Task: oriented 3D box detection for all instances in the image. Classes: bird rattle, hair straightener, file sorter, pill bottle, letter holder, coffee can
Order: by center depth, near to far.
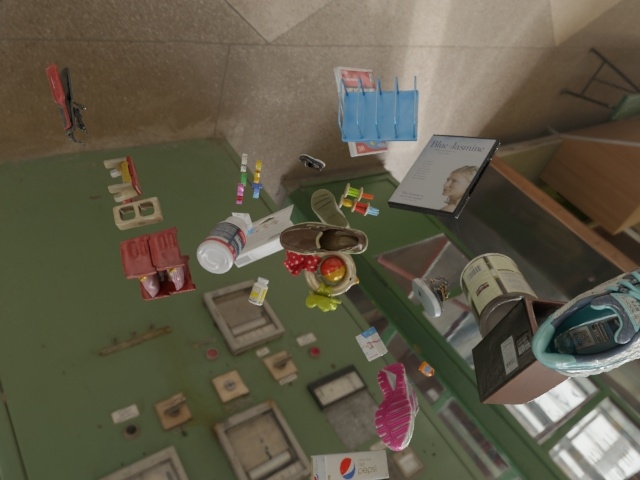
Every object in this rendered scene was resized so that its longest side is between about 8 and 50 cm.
[{"bbox_3d":[0.128,-0.292,1.084,0.171,0.118,0.104,2,171,12],"label":"file sorter"},{"bbox_3d":[0.540,0.285,1.205,0.215,0.151,0.301,7,144,-6],"label":"letter holder"},{"bbox_3d":[-0.667,-0.361,1.339,0.047,0.230,0.089,-20,179,26],"label":"hair straightener"},{"bbox_3d":[-0.279,0.005,1.447,0.107,0.108,0.180,-62,-176,34],"label":"pill bottle"},{"bbox_3d":[0.578,0.188,1.578,0.202,0.275,0.201,1,115,2],"label":"coffee can"},{"bbox_3d":[0.007,0.100,1.582,0.207,0.253,0.143,-25,171,-5],"label":"bird rattle"},{"bbox_3d":[-0.273,0.225,2.197,0.065,0.065,0.116,19,93,-57],"label":"pill bottle"}]

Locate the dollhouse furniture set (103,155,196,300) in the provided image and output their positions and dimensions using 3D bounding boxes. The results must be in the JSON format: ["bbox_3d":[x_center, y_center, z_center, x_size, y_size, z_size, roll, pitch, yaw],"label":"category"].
[{"bbox_3d":[-0.481,-0.040,1.402,0.152,0.373,0.201,-15,159,-11],"label":"dollhouse furniture set"}]

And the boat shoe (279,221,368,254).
[{"bbox_3d":[0.000,-0.008,1.377,0.258,0.095,0.095,-1,177,15],"label":"boat shoe"}]

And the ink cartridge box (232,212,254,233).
[{"bbox_3d":[-0.257,-0.063,1.634,0.028,0.048,0.083,-57,143,-46],"label":"ink cartridge box"}]

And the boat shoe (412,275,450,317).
[{"bbox_3d":[0.290,0.130,1.224,0.083,0.183,0.065,-12,106,-2],"label":"boat shoe"}]

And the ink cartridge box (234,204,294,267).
[{"bbox_3d":[-0.250,-0.022,2.277,0.297,0.261,0.066,-22,119,23],"label":"ink cartridge box"}]

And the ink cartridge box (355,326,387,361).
[{"bbox_3d":[0.219,0.447,2.119,0.052,0.122,0.088,-19,163,-41],"label":"ink cartridge box"}]

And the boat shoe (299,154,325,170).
[{"bbox_3d":[-0.041,-0.316,2.019,0.038,0.125,0.046,-55,154,-21],"label":"boat shoe"}]

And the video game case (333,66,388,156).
[{"bbox_3d":[0.138,-0.428,1.639,0.025,0.284,0.204,-7,-172,40],"label":"video game case"}]

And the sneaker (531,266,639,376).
[{"bbox_3d":[0.366,0.078,0.542,0.122,0.110,0.283,10,136,-47],"label":"sneaker"}]

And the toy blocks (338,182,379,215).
[{"bbox_3d":[0.151,-0.141,1.781,0.148,0.054,0.123,16,147,-7],"label":"toy blocks"}]

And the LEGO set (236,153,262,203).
[{"bbox_3d":[-0.258,-0.247,1.840,0.087,0.227,0.093,6,140,-11],"label":"LEGO set"}]

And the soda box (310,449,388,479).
[{"bbox_3d":[0.079,0.608,1.322,0.216,0.073,0.069,13,152,-35],"label":"soda box"}]

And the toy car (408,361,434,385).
[{"bbox_3d":[0.319,0.441,1.575,0.122,0.041,0.060,-38,124,-20],"label":"toy car"}]

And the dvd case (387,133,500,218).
[{"bbox_3d":[0.297,-0.162,1.182,0.253,0.181,0.022,-54,136,-24],"label":"dvd case"}]

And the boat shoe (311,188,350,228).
[{"bbox_3d":[0.044,-0.105,2.156,0.113,0.302,0.103,-26,137,0],"label":"boat shoe"}]

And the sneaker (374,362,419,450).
[{"bbox_3d":[0.214,0.448,1.301,0.103,0.252,0.111,-22,116,23],"label":"sneaker"}]
